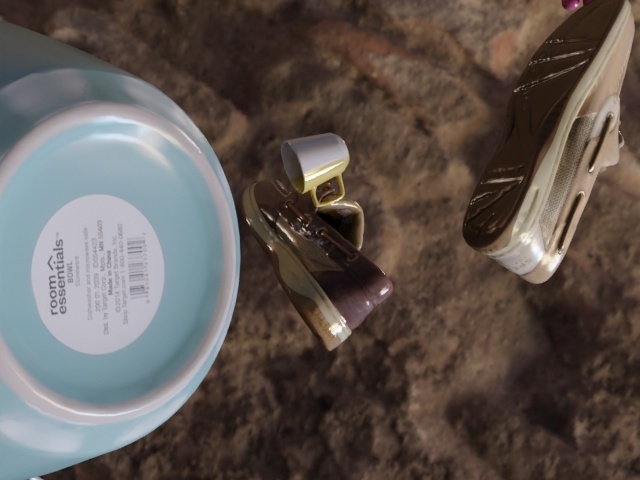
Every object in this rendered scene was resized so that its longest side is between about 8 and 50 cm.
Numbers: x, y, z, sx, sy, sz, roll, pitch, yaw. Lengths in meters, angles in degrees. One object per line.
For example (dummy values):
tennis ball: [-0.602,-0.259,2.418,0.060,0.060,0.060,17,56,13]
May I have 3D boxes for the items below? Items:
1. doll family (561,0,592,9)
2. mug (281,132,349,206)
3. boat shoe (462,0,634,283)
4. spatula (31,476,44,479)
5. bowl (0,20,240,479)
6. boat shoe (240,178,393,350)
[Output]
doll family: [0.405,-0.372,1.432,0.263,0.118,0.163,4,169,18]
mug: [-0.002,-0.086,1.288,0.064,0.078,0.062,-21,-144,-18]
boat shoe: [0.275,-0.117,1.278,0.110,0.341,0.121,33,169,-24]
spatula: [-0.368,0.366,1.567,0.168,0.019,0.242,43,178,44]
bowl: [-0.168,0.010,0.685,0.163,0.312,0.311,0,-165,45]
boat shoe: [0.000,0.000,1.334,0.123,0.123,0.342,54,-178,-26]
